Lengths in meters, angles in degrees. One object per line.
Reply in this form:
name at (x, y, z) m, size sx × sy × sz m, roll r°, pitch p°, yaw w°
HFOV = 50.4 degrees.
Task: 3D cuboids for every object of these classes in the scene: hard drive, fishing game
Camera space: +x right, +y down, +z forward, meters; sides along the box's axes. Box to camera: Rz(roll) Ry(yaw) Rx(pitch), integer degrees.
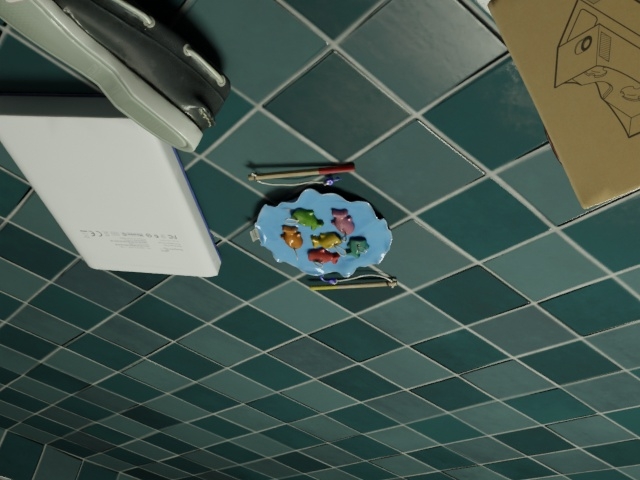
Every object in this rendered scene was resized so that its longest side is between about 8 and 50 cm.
hard drive at (-0.271, -0.061, 0.903) m, size 0.210 × 0.040 × 0.319 m, roll 3°, pitch 144°, yaw 11°
fishing game at (0.000, 0.000, 0.912) m, size 0.189 × 0.041 × 0.264 m, roll -2°, pitch 142°, yaw 15°

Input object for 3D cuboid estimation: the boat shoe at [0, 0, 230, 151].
boat shoe at (-0.215, -0.209, 0.643) m, size 0.114 × 0.091 × 0.302 m, roll 12°, pitch 156°, yaw 51°

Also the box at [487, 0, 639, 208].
box at (0.243, -0.144, 0.541) m, size 0.164 × 0.021 × 0.201 m, roll -26°, pitch 88°, yaw 42°

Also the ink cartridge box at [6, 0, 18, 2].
ink cartridge box at (-0.134, -0.303, 0.451) m, size 0.296 × 0.066 × 0.261 m, roll -7°, pitch 149°, yaw 4°

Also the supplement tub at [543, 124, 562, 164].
supplement tub at (0.300, -0.130, 0.585) m, size 0.106 × 0.106 × 0.198 m, roll 30°, pitch 139°, yaw -25°
